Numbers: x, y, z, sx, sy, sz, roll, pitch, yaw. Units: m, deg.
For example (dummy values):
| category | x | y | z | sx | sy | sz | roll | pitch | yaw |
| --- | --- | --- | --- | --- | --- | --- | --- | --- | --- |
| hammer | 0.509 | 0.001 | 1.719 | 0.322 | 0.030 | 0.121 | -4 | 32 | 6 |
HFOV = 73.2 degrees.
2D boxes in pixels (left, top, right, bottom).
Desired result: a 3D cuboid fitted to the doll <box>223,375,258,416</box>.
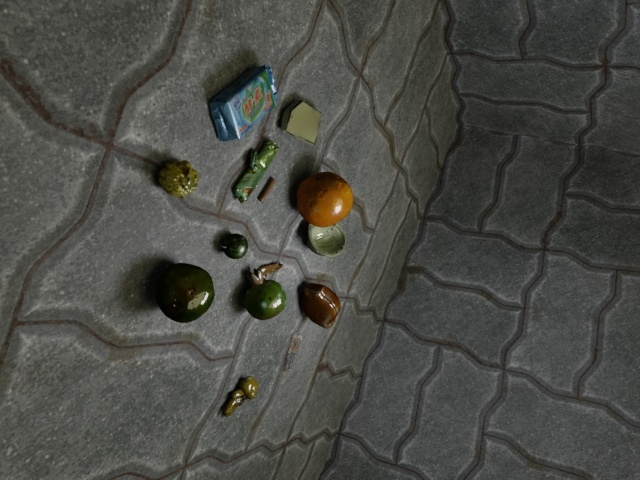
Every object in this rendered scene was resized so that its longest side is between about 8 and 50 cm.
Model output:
| category | x | y | z | sx | sy | sz | roll | pitch | yaw |
| --- | --- | --- | --- | --- | --- | --- | --- | --- | --- |
| doll | -0.364 | 0.733 | 2.002 | 0.209 | 0.097 | 0.137 | -50 | 152 | -27 |

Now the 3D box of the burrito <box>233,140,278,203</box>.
| category | x | y | z | sx | sy | sz | roll | pitch | yaw |
| --- | --- | --- | --- | --- | --- | --- | --- | --- | --- |
| burrito | -0.249 | -0.276 | 1.632 | 0.288 | 0.054 | 0.104 | -60 | 149 | -19 |

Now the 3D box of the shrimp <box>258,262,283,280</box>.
| category | x | y | z | sx | sy | sz | roll | pitch | yaw |
| --- | --- | --- | --- | --- | --- | --- | --- | --- | --- |
| shrimp | -0.232 | 0.162 | 1.954 | 0.178 | 0.034 | 0.124 | -16 | 123 | -57 |

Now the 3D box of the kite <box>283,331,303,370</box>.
| category | x | y | z | sx | sy | sz | roll | pitch | yaw |
| --- | --- | --- | --- | --- | --- | --- | --- | --- | --- |
| kite | -0.153 | 0.622 | 2.408 | 0.127 | 0.016 | 0.229 | 17 | 91 | -60 |

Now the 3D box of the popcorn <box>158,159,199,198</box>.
| category | x | y | z | sx | sy | sz | roll | pitch | yaw |
| --- | --- | --- | --- | --- | --- | --- | --- | --- | --- |
| popcorn | -0.423 | -0.186 | 1.301 | 0.116 | 0.106 | 0.121 | -60 | 153 | -1 |

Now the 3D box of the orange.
| category | x | y | z | sx | sy | sz | roll | pitch | yaw |
| --- | --- | --- | --- | --- | --- | --- | --- | --- | --- |
| orange | 0.021 | -0.186 | 1.962 | 0.261 | 0.261 | 0.261 | -40 | 139 | -46 |

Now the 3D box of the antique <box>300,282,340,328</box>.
| category | x | y | z | sx | sy | sz | roll | pitch | yaw |
| --- | --- | --- | --- | --- | --- | --- | --- | --- | --- |
| antique | 0.004 | 0.340 | 2.296 | 0.129 | 0.224 | 0.278 | -49 | 130 | -39 |

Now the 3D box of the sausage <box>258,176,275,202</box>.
| category | x | y | z | sx | sy | sz | roll | pitch | yaw |
| --- | --- | --- | --- | --- | --- | --- | --- | --- | --- |
| sausage | -0.217 | -0.207 | 1.759 | 0.116 | 0.026 | 0.026 | -63 | 152 | -18 |

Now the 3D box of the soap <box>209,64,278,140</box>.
| category | x | y | z | sx | sy | sz | roll | pitch | yaw |
| --- | --- | --- | --- | --- | --- | --- | --- | --- | --- |
| soap | -0.252 | -0.473 | 1.470 | 0.293 | 0.077 | 0.156 | -54 | 148 | -31 |

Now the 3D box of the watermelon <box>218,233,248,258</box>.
| category | x | y | z | sx | sy | sz | roll | pitch | yaw |
| --- | --- | --- | --- | --- | --- | --- | --- | --- | --- |
| watermelon | -0.323 | 0.023 | 1.624 | 0.109 | 0.109 | 0.109 | -40 | 139 | -46 |

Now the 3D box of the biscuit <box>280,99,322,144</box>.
| category | x | y | z | sx | sy | sz | roll | pitch | yaw |
| --- | --- | --- | --- | --- | --- | --- | --- | --- | --- |
| biscuit | -0.080 | -0.498 | 1.805 | 0.252 | 0.052 | 0.150 | 0 | 102 | -63 |

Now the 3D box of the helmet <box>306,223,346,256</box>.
| category | x | y | z | sx | sy | sz | roll | pitch | yaw |
| --- | --- | --- | --- | --- | --- | --- | --- | --- | --- |
| helmet | -0.005 | 0.001 | 2.170 | 0.258 | 0.137 | 0.204 | -3 | 72 | -44 |

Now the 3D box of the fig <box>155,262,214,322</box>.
| category | x | y | z | sx | sy | sz | roll | pitch | yaw |
| --- | --- | --- | --- | --- | --- | --- | --- | --- | --- |
| fig | -0.450 | 0.182 | 1.432 | 0.195 | 0.195 | 0.245 | -56 | -176 | -28 |

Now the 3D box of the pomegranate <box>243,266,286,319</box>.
| category | x | y | z | sx | sy | sz | roll | pitch | yaw |
| --- | --- | --- | --- | --- | --- | --- | --- | --- | --- |
| pomegranate | -0.247 | 0.225 | 1.830 | 0.187 | 0.187 | 0.225 | -38 | 112 | -48 |
